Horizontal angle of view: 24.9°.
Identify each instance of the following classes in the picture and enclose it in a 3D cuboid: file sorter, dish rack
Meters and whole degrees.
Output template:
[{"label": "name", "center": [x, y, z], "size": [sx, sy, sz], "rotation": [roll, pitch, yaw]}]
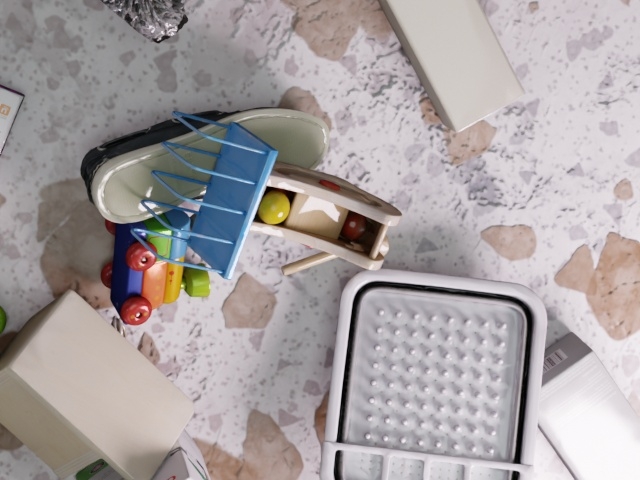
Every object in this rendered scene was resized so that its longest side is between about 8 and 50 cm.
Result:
[{"label": "file sorter", "center": [-0.148, -0.059, 1.765], "size": [0.104, 0.118, 0.170], "rotation": [13, 104, -33]}, {"label": "dish rack", "center": [0.154, 0.214, 1.972], "size": [0.285, 0.072, 0.333], "rotation": [6, 85, 2]}]

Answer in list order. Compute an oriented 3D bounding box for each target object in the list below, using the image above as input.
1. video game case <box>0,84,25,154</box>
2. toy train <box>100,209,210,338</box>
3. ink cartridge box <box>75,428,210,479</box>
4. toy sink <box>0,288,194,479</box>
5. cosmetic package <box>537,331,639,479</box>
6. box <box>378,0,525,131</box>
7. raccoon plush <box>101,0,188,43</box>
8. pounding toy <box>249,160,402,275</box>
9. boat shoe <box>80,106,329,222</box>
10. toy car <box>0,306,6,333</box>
[{"label": "video game case", "center": [-0.527, -0.135, 1.858], "size": [0.232, 0.042, 0.210], "rotation": [23, 95, -12]}, {"label": "toy train", "center": [-0.212, 0.066, 1.932], "size": [0.143, 0.105, 0.248], "rotation": [-7, 126, -25]}, {"label": "ink cartridge box", "center": [-0.227, 0.339, 1.903], "size": [0.160, 0.219, 0.093], "rotation": [-35, 112, -1]}, {"label": "toy sink", "center": [-0.309, 0.209, 1.886], "size": [0.234, 0.131, 0.153], "rotation": [44, 47, -13]}, {"label": "cosmetic package", "center": [0.384, 0.265, 2.054], "size": [0.127, 0.107, 0.238], "rotation": [-34, 107, 0]}, {"label": "box", "center": [0.155, -0.289, 1.910], "size": [0.113, 0.094, 0.275], "rotation": [-29, 104, -2]}, {"label": "raccoon plush", "center": [-0.194, -0.421, 1.687], "size": [0.216, 0.446, 0.299], "rotation": [41, 93, 14]}, {"label": "pounding toy", "center": [0.000, 0.000, 1.866], "size": [0.269, 0.154, 0.155], "rotation": [13, 105, -36]}, {"label": "boat shoe", "center": [-0.154, -0.112, 1.883], "size": [0.340, 0.113, 0.127], "rotation": [-21, 123, -24]}, {"label": "toy car", "center": [-0.521, 0.120, 1.860], "size": [0.188, 0.155, 0.149], "rotation": [25, 96, -3]}]
